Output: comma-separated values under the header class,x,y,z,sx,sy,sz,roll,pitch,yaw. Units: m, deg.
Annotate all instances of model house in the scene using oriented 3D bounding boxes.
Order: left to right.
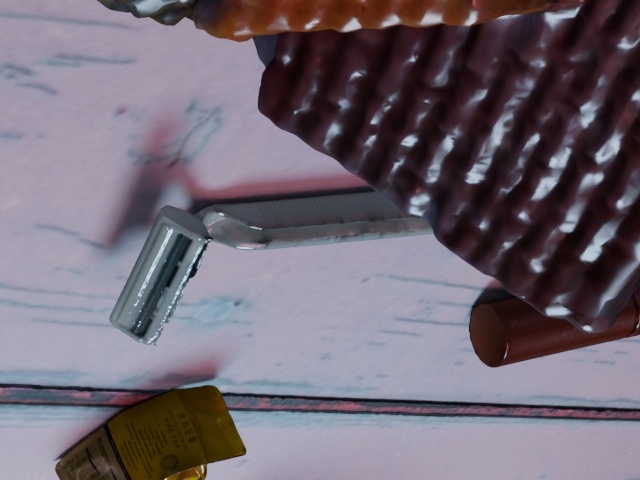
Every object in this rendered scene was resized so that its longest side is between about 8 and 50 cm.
class,x,y,z,sx,sy,sz,roll,pitch,yaw
model house,0.076,-0.139,0.696,0.297,0.339,0.360,-9,145,-32

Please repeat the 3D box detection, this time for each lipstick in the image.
class,x,y,z,sx,sy,sz,roll,pitch,yaw
lipstick,0.285,0.045,1.400,0.357,0.057,0.057,-10,145,-28

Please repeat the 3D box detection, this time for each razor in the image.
class,x,y,z,sx,sy,sz,roll,pitch,yaw
razor,-0.004,-0.009,1.108,0.278,0.056,0.111,-13,148,-36

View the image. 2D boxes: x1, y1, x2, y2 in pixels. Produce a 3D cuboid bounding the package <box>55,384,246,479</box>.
class,x,y,z,sx,sy,sz,roll,pitch,yaw
package,-0.125,0.160,1.232,0.131,0.071,0.047,-35,145,15
